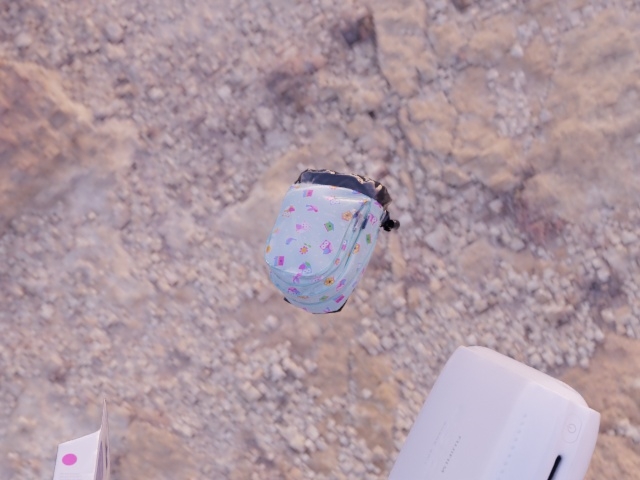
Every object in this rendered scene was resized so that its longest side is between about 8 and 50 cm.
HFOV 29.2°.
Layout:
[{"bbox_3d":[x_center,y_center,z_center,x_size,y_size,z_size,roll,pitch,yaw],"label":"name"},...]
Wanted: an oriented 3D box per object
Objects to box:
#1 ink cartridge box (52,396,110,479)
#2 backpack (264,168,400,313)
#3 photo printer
[{"bbox_3d":[-0.323,0.402,1.616,0.069,0.176,0.371,4,42,-3],"label":"ink cartridge box"},{"bbox_3d":[0.000,0.000,1.581,0.152,0.115,0.182,7,62,30],"label":"backpack"},{"bbox_3d":[0.185,0.258,1.374,0.256,0.107,0.307,-63,13,-1],"label":"photo printer"}]
